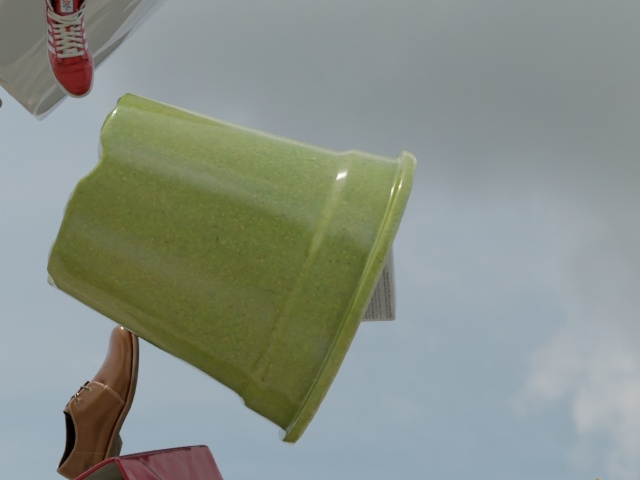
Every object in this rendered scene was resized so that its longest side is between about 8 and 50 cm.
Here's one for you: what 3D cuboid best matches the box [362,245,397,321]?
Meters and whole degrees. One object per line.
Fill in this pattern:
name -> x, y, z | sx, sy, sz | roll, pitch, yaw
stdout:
box -> 0.024, 0.034, 1.817 | 0.137, 0.072, 0.126 | -2, -61, 6

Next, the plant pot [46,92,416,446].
plant pot -> -0.088, 0.002, 1.251 | 0.253, 0.276, 0.276 | 23, -36, -3

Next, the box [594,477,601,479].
box -> 0.272, 0.305, 1.400 | 0.081, 0.028, 0.136 | 34, -51, 25

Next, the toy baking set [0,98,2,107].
toy baking set -> -0.486, -0.221, 1.707 | 0.256, 0.030, 0.197 | 20, -29, 22

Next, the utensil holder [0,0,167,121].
utensil holder -> -0.278, -0.367, 1.555 | 0.327, 0.385, 0.327 | 43, -4, 3

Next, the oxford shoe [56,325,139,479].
oxford shoe -> -0.272, 0.194, 1.776 | 0.076, 0.212, 0.076 | 19, -23, -17

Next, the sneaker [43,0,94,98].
sneaker -> -0.226, -0.190, 1.302 | 0.042, 0.119, 0.067 | -11, -3, -16

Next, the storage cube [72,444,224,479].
storage cube -> -0.175, 0.317, 1.350 | 0.215, 0.184, 0.193 | -34, -15, 15
